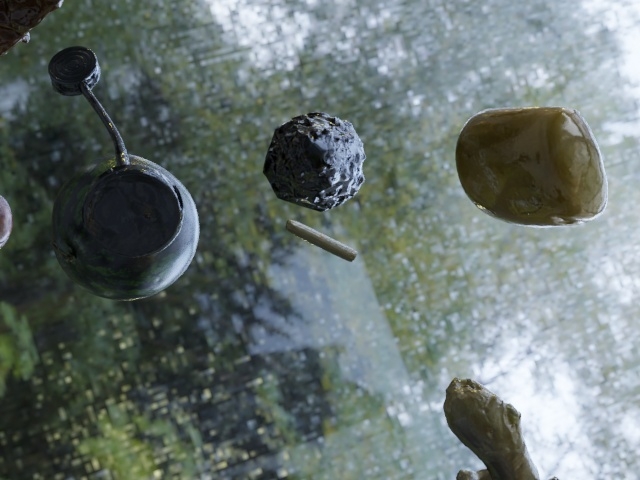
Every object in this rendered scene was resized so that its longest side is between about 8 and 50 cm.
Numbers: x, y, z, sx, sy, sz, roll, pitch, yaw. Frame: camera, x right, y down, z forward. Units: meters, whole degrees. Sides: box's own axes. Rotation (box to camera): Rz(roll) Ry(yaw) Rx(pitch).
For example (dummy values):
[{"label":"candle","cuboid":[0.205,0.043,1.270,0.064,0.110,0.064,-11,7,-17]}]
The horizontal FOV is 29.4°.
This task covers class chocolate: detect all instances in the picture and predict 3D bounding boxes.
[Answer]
[{"label":"chocolate","cuboid":[-0.014,-0.118,1.718,0.133,0.156,0.156,13,57,-80]}]

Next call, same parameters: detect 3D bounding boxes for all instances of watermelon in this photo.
[{"label":"watermelon","cuboid":[-0.345,-0.018,2.153,0.269,0.269,0.269,50,-31,45]}]

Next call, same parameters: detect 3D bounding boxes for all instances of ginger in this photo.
[{"label":"ginger","cuboid":[0.168,0.234,1.198,0.133,0.059,0.214,-28,-78,43]}]

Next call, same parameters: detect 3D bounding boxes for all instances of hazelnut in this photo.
[{"label":"hazelnut","cuboid":[-0.471,-0.028,1.712,0.086,0.086,0.086,50,-31,45]}]

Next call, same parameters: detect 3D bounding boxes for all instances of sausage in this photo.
[{"label":"sausage","cuboid":[0.000,0.000,2.006,0.024,0.132,0.024,-54,-160,29]}]

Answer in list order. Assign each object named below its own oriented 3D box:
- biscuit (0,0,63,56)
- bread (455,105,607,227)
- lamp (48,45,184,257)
[{"label":"biscuit","cuboid":[-0.507,-0.494,1.791,0.342,0.166,0.395,-27,-68,38]},{"label":"bread","cuboid":[0.230,-0.081,1.401,0.217,0.098,0.147,1,-68,64]},{"label":"lamp","cuboid":[-0.260,-0.144,1.468,0.108,0.130,0.371,73,-2,-51]}]
